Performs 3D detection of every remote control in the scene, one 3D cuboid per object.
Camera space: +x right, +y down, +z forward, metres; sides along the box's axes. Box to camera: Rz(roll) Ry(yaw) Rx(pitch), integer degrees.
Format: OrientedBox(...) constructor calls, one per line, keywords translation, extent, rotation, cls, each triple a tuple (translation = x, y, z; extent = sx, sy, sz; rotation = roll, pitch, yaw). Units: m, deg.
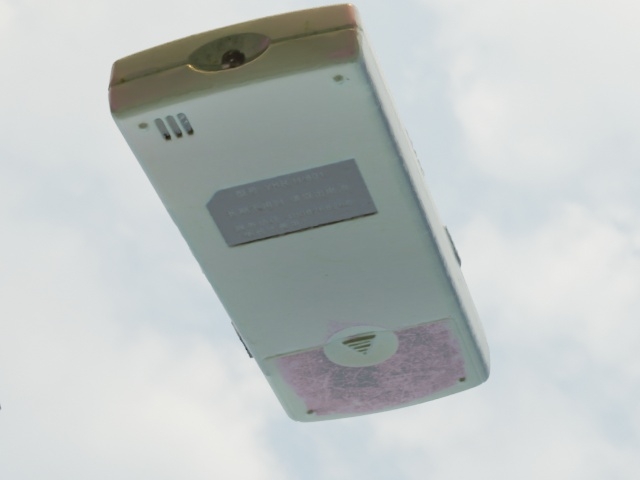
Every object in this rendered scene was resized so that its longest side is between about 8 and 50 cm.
OrientedBox(translation=(0.000, -0.001, 1.084), extent=(0.145, 0.344, 0.050), rotation=(-12, -128, 10), cls="remote control")
